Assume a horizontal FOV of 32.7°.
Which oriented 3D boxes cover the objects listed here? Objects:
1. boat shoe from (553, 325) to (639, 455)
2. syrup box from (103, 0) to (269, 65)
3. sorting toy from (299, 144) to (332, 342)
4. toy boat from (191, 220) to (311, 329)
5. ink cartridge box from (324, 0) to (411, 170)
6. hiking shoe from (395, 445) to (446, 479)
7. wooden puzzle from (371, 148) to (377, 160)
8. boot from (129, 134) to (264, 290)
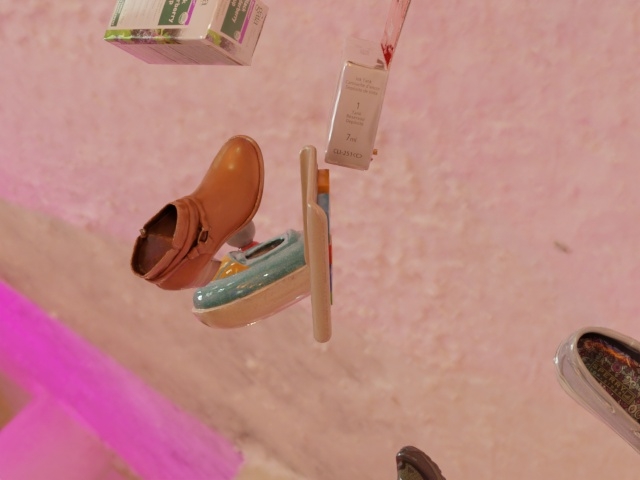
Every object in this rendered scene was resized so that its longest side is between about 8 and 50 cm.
[{"bbox_3d":[0.290,0.150,0.888,0.227,0.079,0.081,36,169,16],"label":"boat shoe"},{"bbox_3d":[-0.194,-0.309,1.555,0.237,0.093,0.096,10,169,44],"label":"syrup box"},{"bbox_3d":[0.000,0.000,1.400,0.208,0.038,0.193,-99,5,-63],"label":"sorting toy"},{"bbox_3d":[-0.122,0.042,1.976,0.148,0.267,0.318,63,177,-14],"label":"toy boat"},{"bbox_3d":[0.064,-0.256,1.514,0.066,0.261,0.296,12,-164,-3],"label":"ink cartridge box"},{"bbox_3d":[0.144,0.444,1.733,0.086,0.114,0.226,-5,96,49],"label":"hiking shoe"},{"bbox_3d":[0.065,-0.171,1.844,0.083,0.006,0.049,37,113,20],"label":"wooden puzzle"},{"bbox_3d":[-0.134,-0.035,1.209,0.073,0.197,0.152,20,180,19],"label":"boot"}]
